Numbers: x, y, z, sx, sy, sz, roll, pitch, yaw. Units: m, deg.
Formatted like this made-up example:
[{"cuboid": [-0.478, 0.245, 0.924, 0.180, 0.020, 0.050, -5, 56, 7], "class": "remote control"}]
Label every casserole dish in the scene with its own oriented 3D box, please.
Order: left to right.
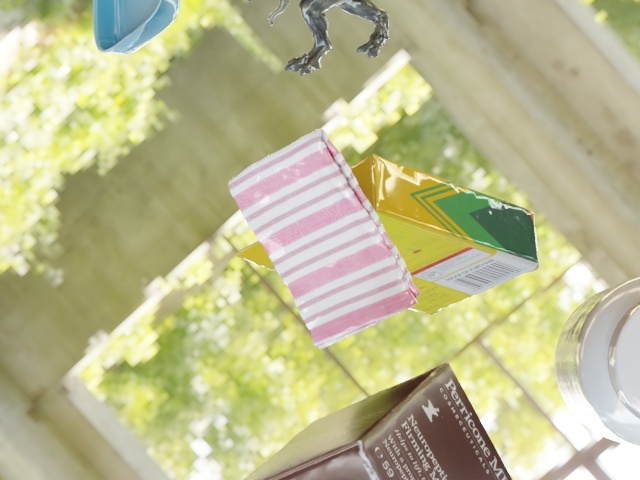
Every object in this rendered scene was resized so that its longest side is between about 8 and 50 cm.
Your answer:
[{"cuboid": [-0.179, -0.264, 1.673, 0.114, 0.037, 0.188, -30, -128, 37], "class": "casserole dish"}]

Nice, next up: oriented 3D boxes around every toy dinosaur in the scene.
[{"cuboid": [0.015, -0.214, 1.484, 0.268, 0.118, 0.064, -8, -157, -13], "class": "toy dinosaur"}]

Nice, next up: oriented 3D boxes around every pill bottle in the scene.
[{"cuboid": [0.324, 0.117, 1.626, 0.169, 0.169, 0.301, -42, 176, -3], "class": "pill bottle"}]

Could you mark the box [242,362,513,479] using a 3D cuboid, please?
[{"cuboid": [0.050, 0.238, 1.479, 0.167, 0.168, 0.203, -28, -178, 31], "class": "box"}]

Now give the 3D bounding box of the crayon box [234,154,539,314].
[{"cuboid": [0.080, -0.007, 2.024, 0.202, 0.318, 0.081, -26, -123, 44], "class": "crayon box"}]

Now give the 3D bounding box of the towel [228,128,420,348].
[{"cuboid": [0.000, 0.000, 1.648, 0.144, 0.197, 0.029, -28, -176, 43], "class": "towel"}]
